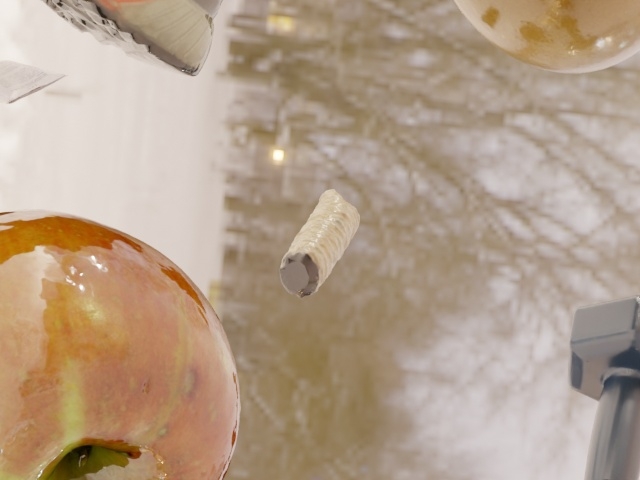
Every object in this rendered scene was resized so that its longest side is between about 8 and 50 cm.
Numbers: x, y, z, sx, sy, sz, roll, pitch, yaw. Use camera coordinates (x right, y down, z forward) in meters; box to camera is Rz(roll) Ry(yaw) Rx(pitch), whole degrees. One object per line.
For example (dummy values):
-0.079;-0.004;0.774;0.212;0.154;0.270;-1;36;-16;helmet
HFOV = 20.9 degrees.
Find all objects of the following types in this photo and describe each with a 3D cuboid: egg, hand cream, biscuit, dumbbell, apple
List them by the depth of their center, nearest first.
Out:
-0.144;0.077;0.927;0.196;0.196;0.196;-174;-90;-88;apple
0.241;-0.294;1.698;0.322;0.250;0.250;51;38;-56;egg
0.310;0.216;1.813;0.143;0.156;0.316;-50;-163;51;dumbbell
0.000;0.000;1.919;0.061;0.055;0.219;65;19;-12;biscuit
-0.375;-0.191;2.137;0.142;0.084;0.053;20;-46;55;hand cream

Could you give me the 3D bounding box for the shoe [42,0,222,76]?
-0.157;-0.248;1.029;0.132;0.336;0.171;24;-100;52;shoe
